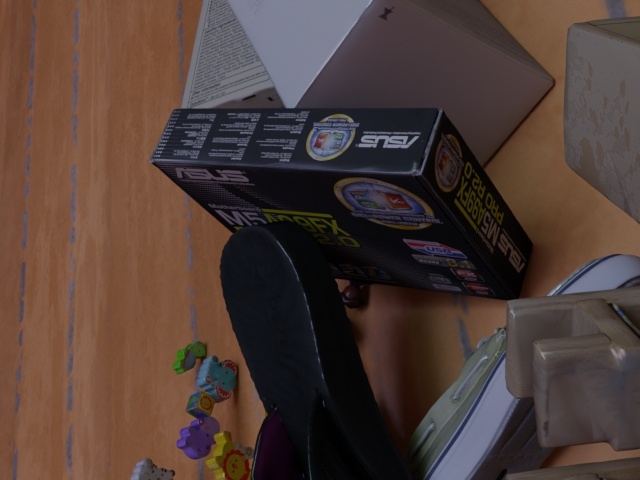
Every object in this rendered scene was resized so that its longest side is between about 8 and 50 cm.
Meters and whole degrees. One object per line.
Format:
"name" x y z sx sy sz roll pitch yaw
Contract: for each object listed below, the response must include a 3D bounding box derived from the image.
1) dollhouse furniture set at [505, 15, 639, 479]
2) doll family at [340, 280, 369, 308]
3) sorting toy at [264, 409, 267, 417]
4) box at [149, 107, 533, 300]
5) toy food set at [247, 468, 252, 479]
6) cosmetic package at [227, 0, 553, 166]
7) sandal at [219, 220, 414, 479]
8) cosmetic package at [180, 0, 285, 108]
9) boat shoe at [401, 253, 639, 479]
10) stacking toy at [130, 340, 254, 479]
"dollhouse furniture set" 0.258 0.097 0.429 0.362 0.257 0.394 -104 9 -70
"doll family" 0.000 0.000 0.994 0.193 0.076 0.111 20 89 49
"sorting toy" 0.021 0.235 0.903 0.132 0.046 0.274 -52 44 26
"box" 0.020 -0.032 0.805 0.270 0.216 0.060 6 66 34
"toy food set" -0.090 0.350 0.980 0.128 0.071 0.217 -37 51 38
"cosmetic package" 0.056 -0.194 0.868 0.138 0.224 0.224 -53 42 25
"sandal" -0.007 0.202 0.766 0.167 0.107 0.445 -39 70 52
"cosmetic package" -0.049 -0.264 1.068 0.160 0.113 0.309 -10 61 39
"boat shoe" 0.149 0.120 0.740 0.302 0.109 0.094 -58 39 24
"stacking toy" -0.126 0.192 1.077 0.167 0.052 0.221 -26 38 41
